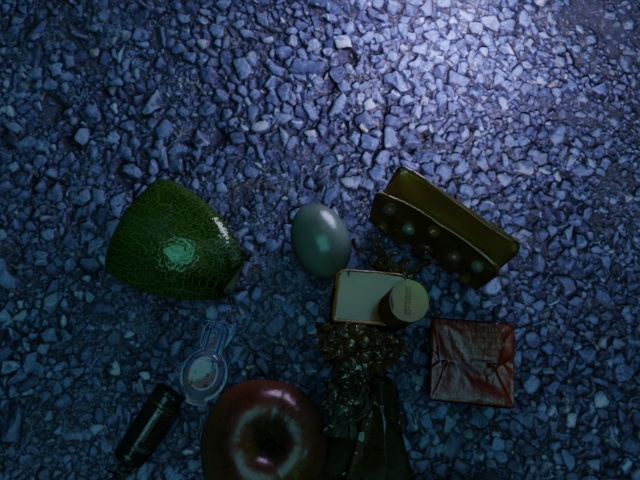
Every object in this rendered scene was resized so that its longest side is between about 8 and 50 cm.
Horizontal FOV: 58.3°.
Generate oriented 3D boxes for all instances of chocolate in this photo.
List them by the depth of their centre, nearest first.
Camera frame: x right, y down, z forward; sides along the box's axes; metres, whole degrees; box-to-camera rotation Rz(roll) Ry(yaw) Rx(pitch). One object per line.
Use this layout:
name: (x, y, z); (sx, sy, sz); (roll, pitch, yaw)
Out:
chocolate: (0.417, 0.348, 1.622); (0.237, 0.108, 0.235); (5, 71, -2)

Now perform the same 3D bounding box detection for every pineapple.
pineapple: (0.079, 0.366, 1.450); (0.262, 0.262, 0.272); (13, 71, 2)

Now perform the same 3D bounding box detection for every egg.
egg: (0.000, 0.000, 1.663); (0.168, 0.168, 0.231); (-19, 76, -5)

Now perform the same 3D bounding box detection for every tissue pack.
tissue pack: (0.123, 0.172, 1.578); (0.194, 0.274, 0.145); (3, 77, -1)

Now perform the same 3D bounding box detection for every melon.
melon: (-0.393, 0.026, 1.648); (0.343, 0.226, 0.331); (19, 62, 16)

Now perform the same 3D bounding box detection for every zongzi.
zongzi: (0.202, 0.562, 1.581); (0.360, 0.160, 0.323); (29, 68, -16)

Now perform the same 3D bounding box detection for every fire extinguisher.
fire extinguisher: (-0.492, 0.546, 1.585); (0.093, 0.118, 0.294); (23, 77, 39)

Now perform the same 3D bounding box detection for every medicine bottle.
medicine bottle: (0.191, 0.153, 1.344); (0.096, 0.192, 0.096); (0, 77, 0)

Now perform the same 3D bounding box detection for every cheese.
cheese: (-0.325, 0.350, 1.644); (0.135, 0.052, 0.245); (14, 71, -2)

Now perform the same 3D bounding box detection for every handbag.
handbag: (0.326, -0.013, 1.613); (0.401, 0.283, 0.133); (34, 75, 7)

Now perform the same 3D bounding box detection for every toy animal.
toy animal: (0.193, 0.069, 1.678); (0.255, 0.114, 0.116); (29, 82, -5)

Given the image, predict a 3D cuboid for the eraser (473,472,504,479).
eraser: (0.458, 0.788, 1.527); (0.331, 0.150, 0.331); (0, 81, 0)

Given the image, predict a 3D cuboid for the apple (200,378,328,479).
apple: (-0.145, 0.537, 1.494); (0.338, 0.305, 0.339); (2, 65, -4)
